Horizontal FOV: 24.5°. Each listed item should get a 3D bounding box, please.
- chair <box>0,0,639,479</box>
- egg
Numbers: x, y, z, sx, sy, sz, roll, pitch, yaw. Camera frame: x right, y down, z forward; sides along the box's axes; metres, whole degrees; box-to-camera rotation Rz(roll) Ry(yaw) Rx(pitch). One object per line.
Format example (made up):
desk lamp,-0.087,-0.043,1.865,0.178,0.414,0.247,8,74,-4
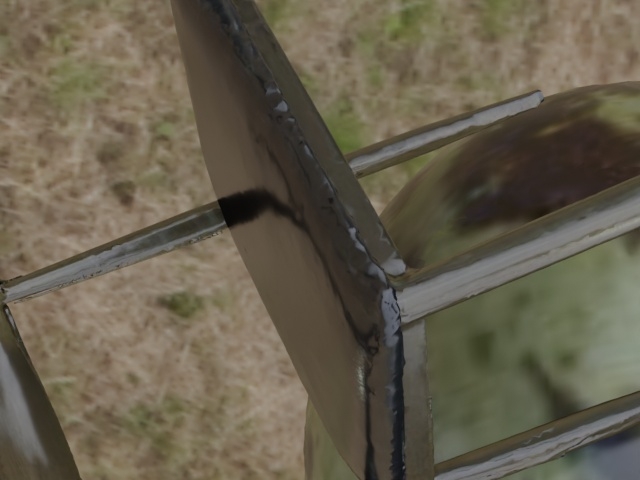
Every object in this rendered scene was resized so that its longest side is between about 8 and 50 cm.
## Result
chair,0.000,0.000,0.509,0.272,0.188,0.166,-22,146,-10
egg,0.167,0.133,0.738,0.345,0.345,0.428,-1,77,-48
